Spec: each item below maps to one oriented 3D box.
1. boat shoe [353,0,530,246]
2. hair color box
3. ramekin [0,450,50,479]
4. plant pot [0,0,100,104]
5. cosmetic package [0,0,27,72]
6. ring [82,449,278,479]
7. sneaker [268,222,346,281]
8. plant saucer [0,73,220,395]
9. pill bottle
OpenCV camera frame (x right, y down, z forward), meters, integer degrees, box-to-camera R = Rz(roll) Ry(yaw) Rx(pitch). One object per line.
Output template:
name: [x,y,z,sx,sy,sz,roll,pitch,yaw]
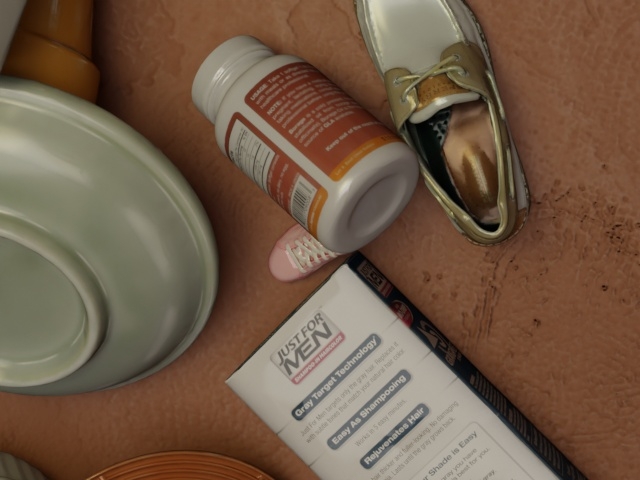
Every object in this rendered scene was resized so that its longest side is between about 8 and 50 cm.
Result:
boat shoe: [0.118,-0.138,1.192,0.113,0.103,0.302,-27,93,12]
hair color box: [0.094,0.193,1.241,0.347,0.105,0.174,45,102,1]
ramekin: [-0.365,0.343,1.279,0.277,0.135,0.277,-5,105,-18]
plant pot: [-0.300,-0.223,1.215,0.205,0.205,0.188,12,84,8]
cosmetic package: [-0.362,-0.256,1.073,0.224,0.138,0.224,1,65,27]
ring: [-0.151,0.370,1.267,0.337,0.032,0.336,-4,105,-17]
sneaker: [0.000,0.000,1.249,0.134,0.070,0.051,-31,94,13]
plant saucer: [-0.298,0.032,1.190,0.400,0.100,0.400,4,131,5]
pill bottle: [-0.020,-0.097,1.188,0.216,0.121,0.121,43,103,26]
